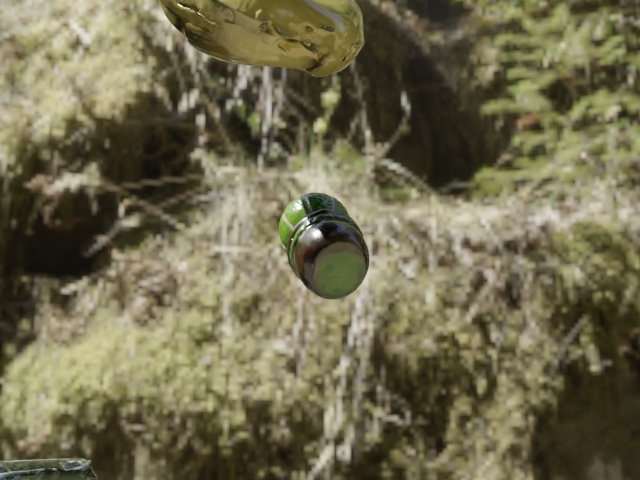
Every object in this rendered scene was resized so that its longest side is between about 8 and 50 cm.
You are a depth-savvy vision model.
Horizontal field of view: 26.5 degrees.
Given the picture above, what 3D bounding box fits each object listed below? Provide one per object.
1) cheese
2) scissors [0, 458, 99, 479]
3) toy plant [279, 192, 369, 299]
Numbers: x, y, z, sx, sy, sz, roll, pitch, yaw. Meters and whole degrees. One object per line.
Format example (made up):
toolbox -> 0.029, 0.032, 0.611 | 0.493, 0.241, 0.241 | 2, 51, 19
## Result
cheese -> -0.064, -0.274, 1.601 | 0.259, 0.316, 0.128 | 9, -69, -17
scissors -> -0.256, 0.172, 0.922 | 0.289, 0.041, 0.138 | 3, -59, -57
toy plant -> 0.000, 0.000, 1.581 | 0.093, 0.162, 0.093 | -7, -63, -14
